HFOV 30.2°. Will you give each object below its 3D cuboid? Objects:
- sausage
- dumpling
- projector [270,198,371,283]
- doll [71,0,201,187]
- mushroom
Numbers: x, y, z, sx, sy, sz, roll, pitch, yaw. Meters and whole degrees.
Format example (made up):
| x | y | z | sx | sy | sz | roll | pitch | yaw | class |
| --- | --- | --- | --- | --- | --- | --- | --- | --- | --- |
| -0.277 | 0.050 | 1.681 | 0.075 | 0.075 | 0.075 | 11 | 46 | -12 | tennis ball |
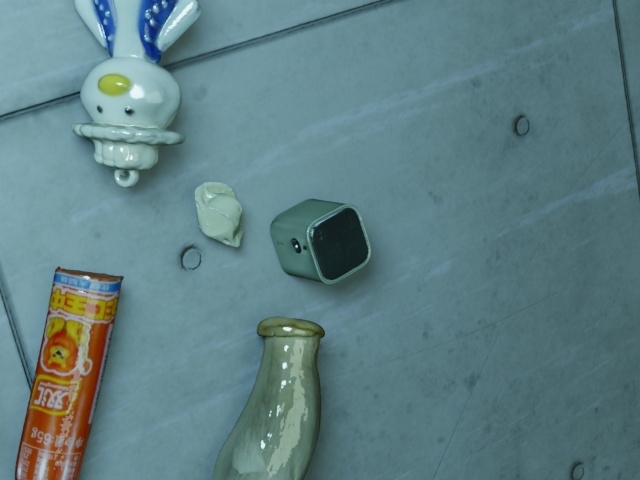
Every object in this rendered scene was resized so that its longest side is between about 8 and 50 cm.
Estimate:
| x | y | z | sx | sy | sz | roll | pitch | yaw | class |
| --- | --- | --- | --- | --- | --- | --- | --- | --- | --- |
| -0.274 | 0.166 | 1.265 | 0.074 | 0.074 | 0.274 | 12 | 91 | -37 | sausage |
| -0.117 | -0.032 | 1.373 | 0.076 | 0.057 | 0.052 | 25 | 120 | -11 | dumpling |
| 0.000 | 0.000 | 1.432 | 0.083 | 0.082 | 0.083 | -30 | 112 | -29 | projector |
| -0.195 | -0.202 | 1.242 | 0.138 | 0.119 | 0.293 | 6 | 94 | 7 | doll |
| -0.052 | 0.213 | 1.421 | 0.096 | 0.108 | 0.247 | 20 | 86 | -77 | mushroom |
